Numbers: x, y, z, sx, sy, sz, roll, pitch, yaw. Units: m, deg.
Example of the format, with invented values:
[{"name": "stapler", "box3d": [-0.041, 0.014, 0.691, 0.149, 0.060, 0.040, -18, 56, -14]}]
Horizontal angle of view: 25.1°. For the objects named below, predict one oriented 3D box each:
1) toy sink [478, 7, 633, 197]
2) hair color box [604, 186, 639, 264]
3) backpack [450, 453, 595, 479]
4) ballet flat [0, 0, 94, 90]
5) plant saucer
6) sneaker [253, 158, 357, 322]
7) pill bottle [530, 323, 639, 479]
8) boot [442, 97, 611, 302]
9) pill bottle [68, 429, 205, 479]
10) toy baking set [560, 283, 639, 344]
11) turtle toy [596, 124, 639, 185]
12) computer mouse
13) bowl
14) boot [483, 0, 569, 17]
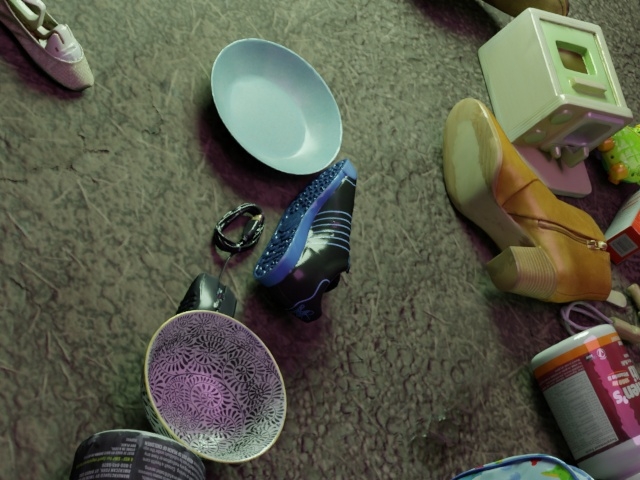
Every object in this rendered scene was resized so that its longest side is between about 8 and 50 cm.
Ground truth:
[{"name": "toy sink", "box3d": [0.348, -0.199, 2.078, 0.153, 0.131, 0.234, 7, 60, -35]}, {"name": "hair color box", "box3d": [0.467, -0.031, 2.111, 0.043, 0.072, 0.141, 45, 45, -6]}, {"name": "backpack", "box3d": [0.228, 0.401, 1.506, 0.273, 0.290, 0.355, 54, 36, -19]}, {"name": "ballet flat", "box3d": [-0.316, -0.238, 1.622, 0.168, 0.052, 0.057, 43, 45, -9]}, {"name": "plant saucer", "box3d": [-0.062, -0.160, 1.790, 0.195, 0.037, 0.195, 20, 52, -28]}, {"name": "sneaker", "box3d": [0.000, 0.000, 1.718, 0.090, 0.081, 0.232, 48, 46, -18]}, {"name": "pill bottle", "box3d": [0.367, 0.229, 1.833, 0.121, 0.121, 0.221, -12, 72, -43]}, {"name": "boot", "box3d": [0.288, -0.049, 1.967, 0.211, 0.104, 0.295, 3, 64, -42]}, {"name": "pill bottle", "box3d": [-0.188, 0.310, 1.329, 0.130, 0.130, 0.245, 27, 50, -23]}, {"name": "toy baking set", "box3d": [0.424, 0.136, 2.001, 0.197, 0.030, 0.256, -14, 73, -43]}, {"name": "turtle toy", "box3d": [0.455, -0.138, 2.171, 0.095, 0.066, 0.130, -16, 71, -19]}, {"name": "computer mouse", "box3d": [-0.106, 0.040, 1.627, 0.071, 0.041, 0.242, 34, 47, -17]}, {"name": "bowl", "box3d": [-0.127, 0.165, 1.504, 0.170, 0.080, 0.170, 19, 54, -28]}, {"name": "boot", "box3d": [0.217, -0.382, 2.101, 0.305, 0.112, 0.115, 30, 55, -1]}]
